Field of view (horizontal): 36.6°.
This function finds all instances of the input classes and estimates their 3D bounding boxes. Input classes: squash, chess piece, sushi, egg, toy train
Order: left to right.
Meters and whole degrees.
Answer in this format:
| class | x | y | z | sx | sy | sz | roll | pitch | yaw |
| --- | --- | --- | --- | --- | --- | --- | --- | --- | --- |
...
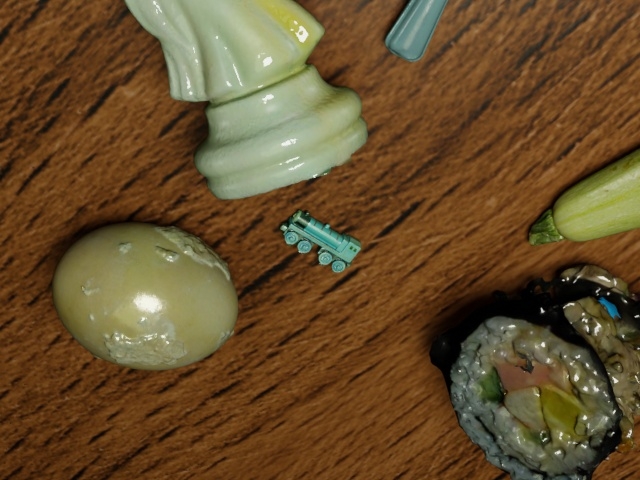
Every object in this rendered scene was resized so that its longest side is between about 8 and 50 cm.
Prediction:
| class | x | y | z | sx | sy | sz | roll | pitch | yaw |
| --- | --- | --- | --- | --- | --- | --- | --- | --- | --- |
| egg | -0.187 | 0.061 | 1.045 | 0.201 | 0.164 | 0.164 | 15 | 122 | -13 |
| chess piece | -0.081 | -0.199 | 0.897 | 0.175 | 0.176 | 0.298 | -20 | 107 | 13 |
| toy train | 0.000 | 0.000 | 1.076 | 0.092 | 0.029 | 0.045 | 31 | 110 | -16 |
| sushi | 0.270 | 0.141 | 1.074 | 0.225 | 0.218 | 0.238 | 51 | 146 | 10 |
| squash | 0.319 | -0.044 | 1.018 | 0.224 | 0.094 | 0.094 | -26 | 119 | 25 |

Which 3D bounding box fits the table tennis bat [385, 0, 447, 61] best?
| class | x | y | z | sx | sy | sz | roll | pitch | yaw |
| --- | --- | --- | --- | --- | --- | --- | --- | --- | --- |
| table tennis bat | 0.130 | -0.277 | 0.895 | 0.153 | 0.040 | 0.244 | 23 | 116 | -14 |
